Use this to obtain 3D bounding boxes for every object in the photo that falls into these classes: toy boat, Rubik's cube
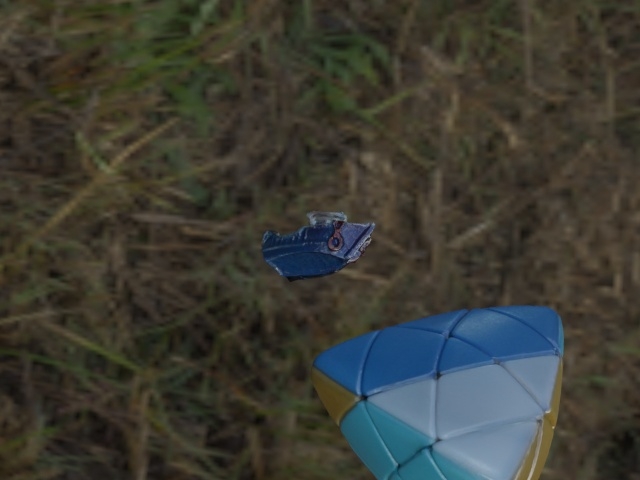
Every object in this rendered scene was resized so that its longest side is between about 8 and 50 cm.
[{"bbox_3d":[0.000,0.000,1.040,0.038,0.083,0.038,9,76,-42],"label":"toy boat"},{"bbox_3d":[0.100,0.169,1.652,0.254,0.254,0.254,-3,94,-42],"label":"Rubik's cube"}]
